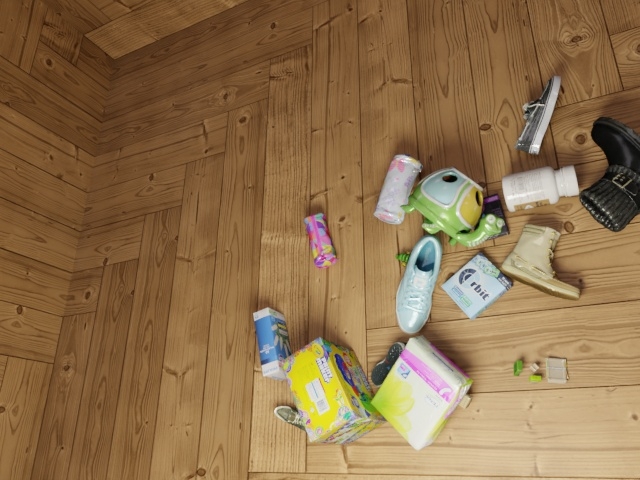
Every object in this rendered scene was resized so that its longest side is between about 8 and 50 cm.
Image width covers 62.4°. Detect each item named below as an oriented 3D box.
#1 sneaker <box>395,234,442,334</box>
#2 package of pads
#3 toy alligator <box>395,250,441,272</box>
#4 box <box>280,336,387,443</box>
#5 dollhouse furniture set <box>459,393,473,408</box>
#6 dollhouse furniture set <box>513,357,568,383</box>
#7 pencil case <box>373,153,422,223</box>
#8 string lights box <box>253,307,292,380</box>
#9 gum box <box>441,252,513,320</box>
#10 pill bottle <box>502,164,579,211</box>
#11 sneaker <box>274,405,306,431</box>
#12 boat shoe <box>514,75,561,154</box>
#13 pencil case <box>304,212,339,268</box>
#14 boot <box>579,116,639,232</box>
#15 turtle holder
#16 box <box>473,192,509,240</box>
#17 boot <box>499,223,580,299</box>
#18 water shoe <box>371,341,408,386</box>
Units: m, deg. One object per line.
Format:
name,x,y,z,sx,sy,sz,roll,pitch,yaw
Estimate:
sneaker,0.339,0.149,1.859,0.135,0.150,0.365,10,84,15
package of pads,0.322,0.489,1.690,0.229,0.101,0.296,42,118,33
toy alligator,0.357,0.079,1.968,0.190,0.051,0.056,18,80,34
box,0.046,0.522,1.817,0.177,0.279,0.290,-35,57,13
dollhouse furniture set,0.407,0.519,1.752,0.182,0.101,0.160,33,112,35
dollhouse furniture set,0.690,0.410,1.659,0.152,0.058,0.076,2,62,10
pencil case,0.306,-0.200,2.080,0.124,0.113,0.273,19,79,14
string lights box,-0.182,0.409,2.082,0.077,0.133,0.259,-24,60,18
gum box,0.542,0.159,1.837,0.184,0.041,0.157,-43,55,8
pill bottle,0.751,-0.182,1.809,0.229,0.131,0.131,-11,64,25
sneaker,-0.088,0.659,1.951,0.192,0.086,0.064,13,76,32
boat shoe,0.786,-0.463,1.922,0.105,0.113,0.306,19,89,19
pencil case,0.000,0.000,2.176,0.104,0.104,0.236,-27,58,17
boot,0.939,-0.222,1.721,0.260,0.131,0.348,-38,57,10
turtle holder,0.460,-0.119,1.852,0.227,0.243,0.320,-53,24,12
box,0.605,-0.080,1.911,0.116,0.029,0.162,-18,63,22
boot,0.750,0.066,1.731,0.262,0.095,0.203,26,82,39
water shoe,0.256,0.441,1.863,0.073,0.080,0.203,54,125,37
